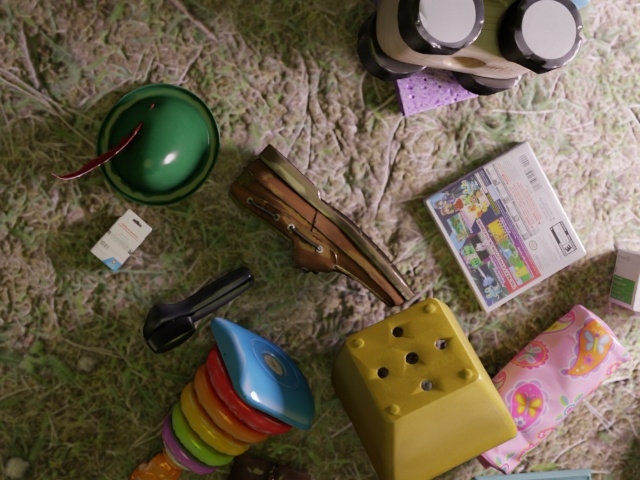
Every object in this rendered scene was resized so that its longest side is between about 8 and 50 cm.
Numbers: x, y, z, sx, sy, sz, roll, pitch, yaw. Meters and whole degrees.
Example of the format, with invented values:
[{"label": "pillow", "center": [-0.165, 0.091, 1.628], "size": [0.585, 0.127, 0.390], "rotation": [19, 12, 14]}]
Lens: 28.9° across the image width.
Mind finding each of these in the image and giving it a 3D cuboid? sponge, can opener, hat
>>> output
[{"label": "sponge", "center": [0.153, -0.298, 1.832], "size": [0.117, 0.031, 0.210], "rotation": [-15, 97, -7]}, {"label": "can opener", "center": [-0.178, 0.098, 1.821], "size": [0.186, 0.059, 0.073], "rotation": [-32, 73, -13]}, {"label": "hat", "center": [-0.232, -0.120, 1.721], "size": [0.173, 0.183, 0.208], "rotation": [41, 90, -10]}]

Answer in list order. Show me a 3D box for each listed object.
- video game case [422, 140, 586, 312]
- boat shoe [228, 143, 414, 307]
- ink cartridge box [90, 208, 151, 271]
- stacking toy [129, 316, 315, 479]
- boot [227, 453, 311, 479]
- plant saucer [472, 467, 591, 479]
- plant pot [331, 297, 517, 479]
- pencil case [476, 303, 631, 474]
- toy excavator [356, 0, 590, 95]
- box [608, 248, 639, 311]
[{"label": "video game case", "center": [0.280, -0.020, 1.885], "size": [0.183, 0.023, 0.201], "rotation": [-30, 100, -4]}, {"label": "boat shoe", "center": [0.000, 0.000, 1.814], "size": [0.307, 0.111, 0.104], "rotation": [44, 93, 0]}, {"label": "ink cartridge box", "center": [-0.289, -0.002, 1.805], "size": [0.048, 0.028, 0.083], "rotation": [43, 90, -10]}, {"label": "stacking toy", "center": [-0.168, 0.275, 1.802], "size": [0.302, 0.175, 0.166], "rotation": [-44, 132, 14]}, {"label": "boot", "center": [-0.151, 0.417, 1.857], "size": [0.249, 0.090, 0.206], "rotation": [15, 82, -8]}, {"label": "plant saucer", "center": [0.333, 0.396, 1.940], "size": [0.192, 0.018, 0.067], "rotation": [-3, 96, -7]}, {"label": "plant pot", "center": [0.137, 0.201, 1.761], "size": [0.212, 0.187, 0.212], "rotation": [-25, 60, -4]}, {"label": "pencil case", "center": [0.329, 0.227, 1.874], "size": [0.284, 0.124, 0.124], "rotation": [-44, 100, 0]}, {"label": "toy excavator", "center": [0.289, -0.436, 1.740], "size": [0.433, 0.222, 0.445], "rotation": [7, 85, -15]}, {"label": "box", "center": [0.507, 0.065, 1.885], "size": [0.102, 0.101, 0.087], "rotation": [10, 94, -9]}]
